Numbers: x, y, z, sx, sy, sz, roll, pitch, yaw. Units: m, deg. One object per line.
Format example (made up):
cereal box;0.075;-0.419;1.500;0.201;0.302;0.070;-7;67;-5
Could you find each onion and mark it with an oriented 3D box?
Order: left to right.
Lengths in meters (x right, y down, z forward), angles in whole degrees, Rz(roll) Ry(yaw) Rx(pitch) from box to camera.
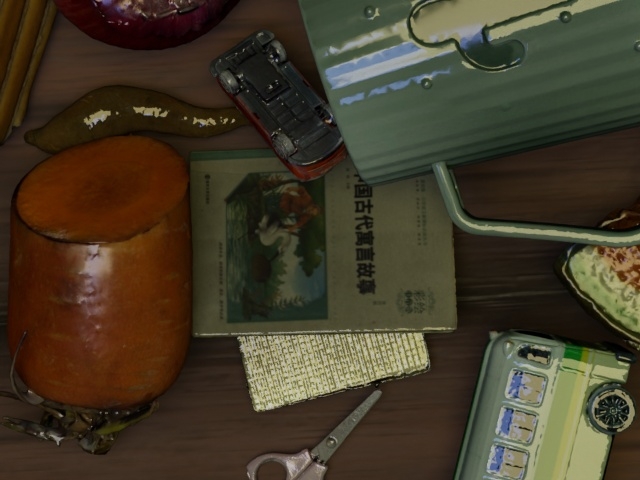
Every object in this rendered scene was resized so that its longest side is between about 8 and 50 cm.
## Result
onion;-0.177;-0.312;1.872;0.248;0.161;0.248;3;80;-15

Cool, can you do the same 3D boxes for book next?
book;0.000;0.000;1.928;0.283;0.025;0.214;-3;75;3

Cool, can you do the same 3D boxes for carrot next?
carrot;-0.229;0.076;1.870;0.193;0.214;0.331;8;110;14

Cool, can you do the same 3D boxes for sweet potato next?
sweet potato;-0.198;-0.134;1.941;0.250;0.059;0.069;-7;112;-1

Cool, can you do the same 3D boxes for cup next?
cup;0.203;-0.195;1.783;0.392;0.310;0.401;-18;62;8

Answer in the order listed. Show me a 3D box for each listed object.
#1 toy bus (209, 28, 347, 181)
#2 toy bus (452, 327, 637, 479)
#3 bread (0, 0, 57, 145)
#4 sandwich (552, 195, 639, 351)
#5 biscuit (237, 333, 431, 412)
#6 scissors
toy bus;-0.038;-0.134;1.894;0.079;0.077;0.174;-34;64;-11
toy bus;0.227;0.231;1.898;0.165;0.133;0.276;14;91;1
bread;-0.374;-0.213;1.851;0.111;0.239;0.246;17;95;16
sandwich;0.386;0.036;1.901;0.292;0.109;0.212;5;86;0
biscuit;0.012;0.106;1.948;0.199;0.040;0.121;-13;89;1
scissors;0.003;0.227;1.952;0.100;0.015;0.189;43;102;3
